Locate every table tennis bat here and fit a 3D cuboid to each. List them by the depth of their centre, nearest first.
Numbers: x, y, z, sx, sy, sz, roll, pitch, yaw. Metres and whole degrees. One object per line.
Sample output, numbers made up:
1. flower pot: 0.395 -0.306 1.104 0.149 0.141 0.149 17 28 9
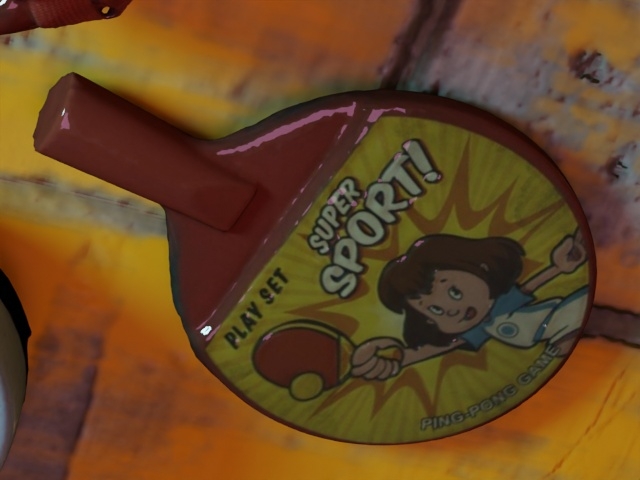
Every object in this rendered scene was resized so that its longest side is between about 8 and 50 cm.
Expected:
1. table tennis bat: 0.000 0.000 0.971 0.310 0.038 0.200 26 113 -26

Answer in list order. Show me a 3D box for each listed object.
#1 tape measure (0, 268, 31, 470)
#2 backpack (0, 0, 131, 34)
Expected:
1. tape measure: -0.231 0.061 0.929 0.181 0.107 0.182 -5 119 2
2. backpack: -0.125 -0.185 0.775 0.229 0.139 0.229 -3 116 -6
